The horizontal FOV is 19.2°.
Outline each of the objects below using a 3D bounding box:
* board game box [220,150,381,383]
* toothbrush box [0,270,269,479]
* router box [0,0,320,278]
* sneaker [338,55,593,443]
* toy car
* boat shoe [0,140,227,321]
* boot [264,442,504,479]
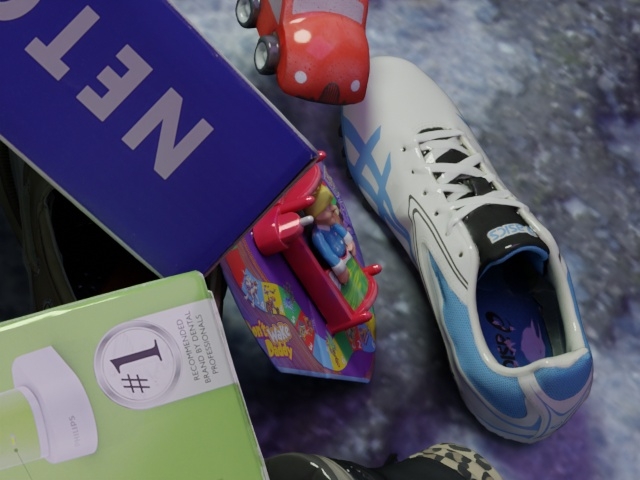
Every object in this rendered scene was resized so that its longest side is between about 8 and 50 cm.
[{"bbox_3d":[0.000,0.000,0.933,0.168,0.033,0.133,15,57,-62],"label":"board game box"},{"bbox_3d":[-0.157,0.151,0.696,0.283,0.122,0.206,-16,85,-22],"label":"toothbrush box"},{"bbox_3d":[-0.186,-0.155,0.766,0.335,0.082,0.301,44,-2,-40],"label":"router box"},{"bbox_3d":[0.081,-0.009,1.007,0.085,0.086,0.237,-11,62,-28],"label":"sneaker"},{"bbox_3d":[-0.048,-0.187,1.067,0.225,0.053,0.239,25,37,1],"label":"toy car"},{"bbox_3d":[-0.092,-0.010,0.914,0.113,0.103,0.302,3,57,-23],"label":"boat shoe"},{"bbox_3d":[0.061,0.195,0.823,0.178,0.085,0.236,0,63,-63],"label":"boot"}]
